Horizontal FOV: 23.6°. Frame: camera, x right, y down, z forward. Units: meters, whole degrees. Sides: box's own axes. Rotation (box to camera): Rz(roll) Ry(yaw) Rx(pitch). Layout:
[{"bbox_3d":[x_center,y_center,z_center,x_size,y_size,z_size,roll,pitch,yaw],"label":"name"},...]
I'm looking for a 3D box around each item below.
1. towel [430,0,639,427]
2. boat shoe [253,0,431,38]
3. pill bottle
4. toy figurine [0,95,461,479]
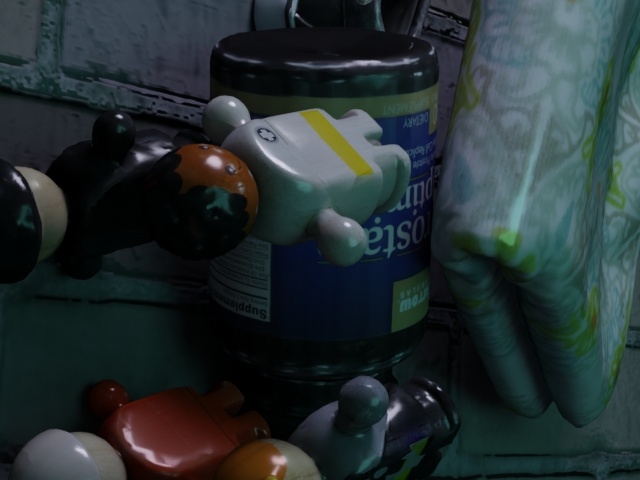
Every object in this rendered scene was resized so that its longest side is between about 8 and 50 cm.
[{"bbox_3d":[0.159,-0.075,0.971,0.374,0.090,0.320,57,41,-64],"label":"towel"},{"bbox_3d":[0.052,-0.235,0.939,0.113,0.105,0.306,44,56,-40],"label":"boat shoe"},{"bbox_3d":[0.000,0.000,0.836,0.123,0.123,0.219,-20,117,-49],"label":"pill bottle"},{"bbox_3d":[-0.059,0.042,0.711,0.148,0.209,0.213,-15,99,-44],"label":"toy figurine"}]
